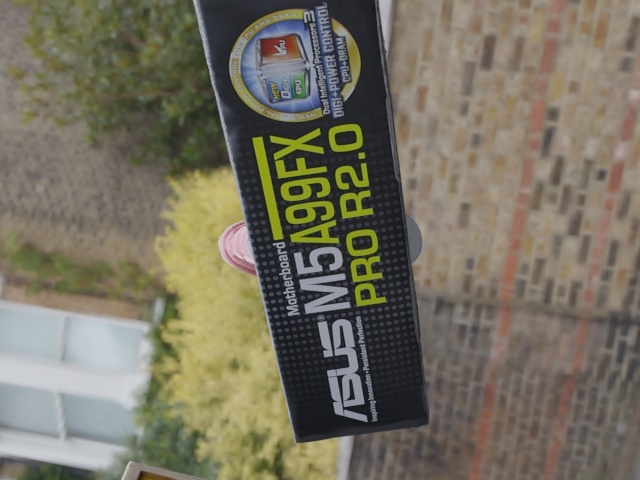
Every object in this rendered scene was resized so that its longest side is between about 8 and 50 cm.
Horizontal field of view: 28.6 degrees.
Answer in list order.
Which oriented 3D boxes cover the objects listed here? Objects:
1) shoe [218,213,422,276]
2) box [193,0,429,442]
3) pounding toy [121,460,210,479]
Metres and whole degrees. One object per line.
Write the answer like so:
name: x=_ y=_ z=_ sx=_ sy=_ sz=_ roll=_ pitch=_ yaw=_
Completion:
shoe: x=0.000 y=0.000 z=1.125 sx=0.081 sy=0.178 sz=0.063 roll=-7 pitch=85 yaw=58
box: x=-0.004 y=-0.083 z=0.551 sx=0.270 sy=0.060 sz=0.216 roll=-95 pitch=-5 yaw=-49
pounding toy: x=-0.101 y=0.198 z=0.810 sx=0.130 sy=0.141 sz=0.100 roll=-82 pitch=7 yaw=-73
